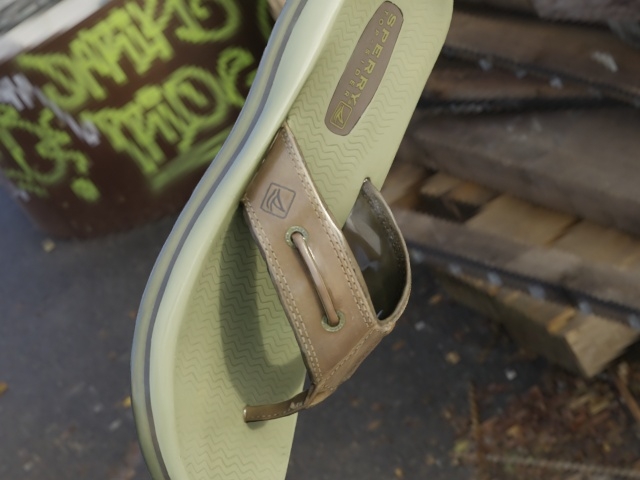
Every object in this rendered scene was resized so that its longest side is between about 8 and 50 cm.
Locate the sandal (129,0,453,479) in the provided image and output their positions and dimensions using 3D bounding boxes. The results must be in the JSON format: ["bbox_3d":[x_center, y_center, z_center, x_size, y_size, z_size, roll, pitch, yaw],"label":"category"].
[{"bbox_3d":[0.000,-0.002,0.711,0.086,0.120,0.302,20,90,35],"label":"sandal"}]
